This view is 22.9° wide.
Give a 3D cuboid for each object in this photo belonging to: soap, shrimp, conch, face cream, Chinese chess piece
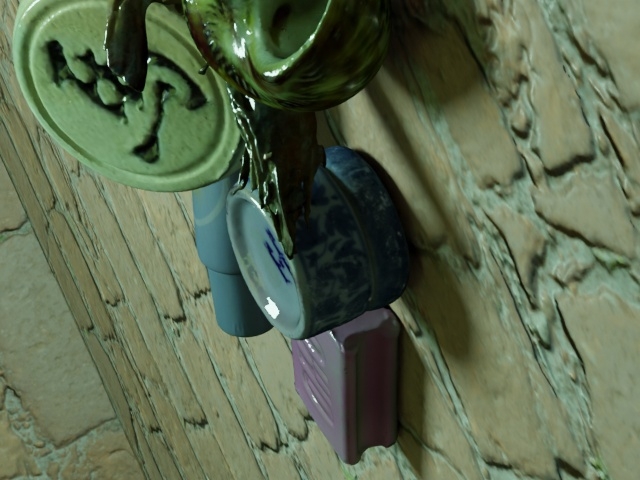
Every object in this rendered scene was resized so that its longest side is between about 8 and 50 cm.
[{"bbox_3d":[0.021,0.111,1.512,0.122,0.065,0.203,54,160,35],"label":"soap"},{"bbox_3d":[-0.086,-0.124,1.262,0.058,0.169,0.296,55,-153,-77],"label":"shrimp"},{"bbox_3d":[-0.017,-0.180,1.157,0.187,0.124,0.181,-42,59,43],"label":"conch"},{"bbox_3d":[-0.092,-0.072,1.583,0.135,0.086,0.385,-123,22,-52],"label":"face cream"},{"bbox_3d":[-0.153,-0.158,1.407,0.250,0.101,0.250,15,135,15],"label":"Chinese chess piece"}]

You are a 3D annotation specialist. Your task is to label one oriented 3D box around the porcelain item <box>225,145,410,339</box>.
[{"bbox_3d":[0.000,0.000,1.340,0.147,0.114,0.147,54,157,35],"label":"porcelain item"}]
